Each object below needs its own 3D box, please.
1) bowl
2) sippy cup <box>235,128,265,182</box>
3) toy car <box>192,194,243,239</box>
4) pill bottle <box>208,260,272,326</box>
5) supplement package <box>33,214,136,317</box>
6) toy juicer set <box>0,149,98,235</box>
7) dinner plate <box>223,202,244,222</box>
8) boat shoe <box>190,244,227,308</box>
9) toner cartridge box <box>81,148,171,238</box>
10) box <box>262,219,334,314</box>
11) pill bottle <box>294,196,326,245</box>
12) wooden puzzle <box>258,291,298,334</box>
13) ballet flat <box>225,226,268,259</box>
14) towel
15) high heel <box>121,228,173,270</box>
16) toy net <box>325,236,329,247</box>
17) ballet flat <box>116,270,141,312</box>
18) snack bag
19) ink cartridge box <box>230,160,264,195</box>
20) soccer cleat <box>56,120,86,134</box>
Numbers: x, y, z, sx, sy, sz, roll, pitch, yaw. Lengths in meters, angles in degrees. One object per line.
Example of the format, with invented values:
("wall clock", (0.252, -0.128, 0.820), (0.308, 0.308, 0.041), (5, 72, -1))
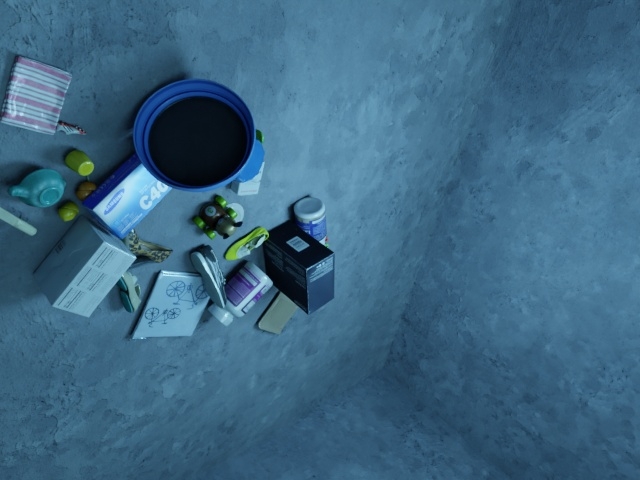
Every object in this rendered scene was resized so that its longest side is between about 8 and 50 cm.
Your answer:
("bowl", (-0.410, -0.343, 1.570), (0.391, 0.391, 0.077), (-46, 175, -12))
("sippy cup", (-0.338, -0.322, 1.730), (0.305, 0.224, 0.240), (-61, 156, -10))
("toy car", (-0.400, -0.070, 1.933), (0.155, 0.188, 0.149), (-46, 133, -11))
("pill bottle", (-0.385, 0.258, 2.254), (0.301, 0.169, 0.169), (-46, 144, -11))
("supplement package", (-0.800, 0.086, 1.605), (0.261, 0.204, 0.145), (-52, 144, -3))
("toy juicer set", (-0.854, -0.133, 1.473), (0.329, 0.090, 0.209), (-40, 156, -32))
("dinner plate", (-0.393, -0.099, 2.078), (0.141, 0.017, 0.141), (-28, 136, -31))
("boat shoe", (-0.467, 0.162, 2.084), (0.091, 0.115, 0.302), (-39, 129, -36))
("toner cartridge box", (-0.627, -0.187, 1.629), (0.347, 0.075, 0.165), (-53, 145, -22))
("box", (-0.107, 0.129, 2.313), (0.179, 0.343, 0.312), (-30, 139, -31))
("pill bottle", (-0.046, -0.072, 2.376), (0.153, 0.153, 0.264), (-33, 139, -27))
("wooden puzzle", (-0.233, 0.405, 2.665), (0.238, 0.044, 0.221), (-58, 144, -2))
("ballet flat", (-0.335, 0.023, 2.191), (0.231, 0.077, 0.077), (-40, 143, -19))
("towel", (-0.806, -0.405, 1.340), (0.144, 0.029, 0.196), (7, 113, -50))
("high heel", (-0.652, 0.001, 1.788), (0.186, 0.093, 0.261), (-19, 149, -30))
("toy net", (0.000, 0.000, 2.582), (0.122, 0.045, 0.232), (-38, 142, -21))
("ballet flat", (-0.754, 0.178, 1.853), (0.086, 0.086, 0.248), (-28, 141, -31))
("snack bag", (-0.641, 0.293, 2.106), (0.323, 0.037, 0.342), (11, 110, -51))
("ink cartridge box", (-0.308, -0.272, 1.988), (0.109, 0.063, 0.150), (-11, 127, -44))
("soccer cleat", (-0.764, -0.338, 1.447), (0.083, 0.029, 0.035), (15, 116, -49))
